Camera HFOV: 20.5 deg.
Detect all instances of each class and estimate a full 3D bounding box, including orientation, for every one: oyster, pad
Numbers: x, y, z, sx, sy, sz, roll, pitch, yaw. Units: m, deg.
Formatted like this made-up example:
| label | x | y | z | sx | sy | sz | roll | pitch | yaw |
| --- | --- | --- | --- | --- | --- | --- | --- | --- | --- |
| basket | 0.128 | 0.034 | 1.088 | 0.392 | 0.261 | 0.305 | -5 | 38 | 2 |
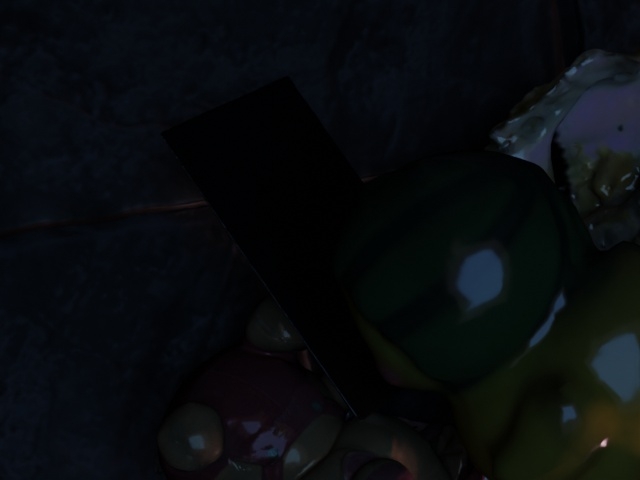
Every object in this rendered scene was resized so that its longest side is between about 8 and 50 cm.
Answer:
| label | x | y | z | sx | sy | sz | roll | pitch | yaw |
| --- | --- | --- | --- | --- | --- | --- | --- | --- | --- |
| oyster | 0.229 | -0.048 | 1.312 | 0.355 | 0.107 | 0.201 | -20 | 101 | 21 |
| pad | 0.000 | 0.000 | 1.285 | 0.245 | 0.006 | 0.170 | 55 | 37 | 2 |

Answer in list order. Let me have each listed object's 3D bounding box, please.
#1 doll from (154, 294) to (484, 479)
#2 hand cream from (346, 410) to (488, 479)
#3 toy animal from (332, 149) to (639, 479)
| label | x | y | z | sx | sy | sz | roll | pitch | yaw |
| --- | --- | --- | --- | --- | --- | --- | --- | --- | --- |
| doll | 0.008 | 0.175 | 1.275 | 0.256 | 0.152 | 0.196 | 43 | 89 | -1 |
| hand cream | 0.139 | 0.188 | 1.370 | 0.257 | 0.050 | 0.084 | 9 | 86 | 0 |
| toy animal | 0.160 | 0.071 | 1.219 | 0.191 | 0.216 | 0.338 | -42 | 92 | 11 |
